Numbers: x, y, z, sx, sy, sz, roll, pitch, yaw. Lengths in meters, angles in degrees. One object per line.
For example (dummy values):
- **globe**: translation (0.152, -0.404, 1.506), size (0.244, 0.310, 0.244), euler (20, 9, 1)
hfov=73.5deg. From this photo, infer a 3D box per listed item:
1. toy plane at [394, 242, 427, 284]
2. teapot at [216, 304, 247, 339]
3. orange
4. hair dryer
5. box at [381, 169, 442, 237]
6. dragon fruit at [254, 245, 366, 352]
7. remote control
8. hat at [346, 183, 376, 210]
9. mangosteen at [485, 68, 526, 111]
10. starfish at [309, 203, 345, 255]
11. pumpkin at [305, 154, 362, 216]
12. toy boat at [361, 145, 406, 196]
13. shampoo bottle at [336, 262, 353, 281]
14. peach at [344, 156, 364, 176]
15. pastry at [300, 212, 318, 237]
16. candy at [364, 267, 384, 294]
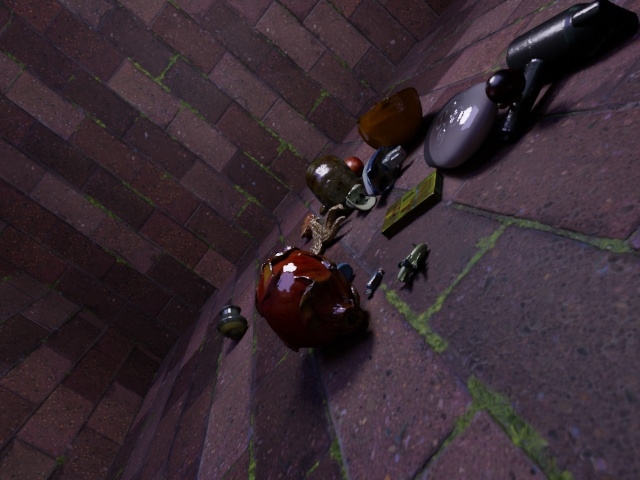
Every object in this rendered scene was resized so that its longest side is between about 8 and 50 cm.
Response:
- **toy plane**: translation (0.196, 0.048, 0.929), size (0.111, 0.040, 0.102), euler (-57, 4, -16)
- **teapot**: translation (-0.385, 0.362, 1.859), size (0.165, 0.130, 0.119), euler (102, 156, -45)
- **orange**: translation (0.258, -0.459, 1.614), size (0.274, 0.274, 0.310), euler (-55, -29, -15)
- **hair dryer**: translation (0.489, -0.350, 0.915), size (0.302, 0.116, 0.244), euler (-64, 14, -5)
- **box**: translation (0.247, -0.098, 1.165), size (0.193, 0.030, 0.121), euler (-40, 17, 38)
- **dragon fruit**: translation (-0.032, 0.141, 1.022), size (0.250, 0.315, 0.250), euler (-40, -34, -36)
- **remote control**: translation (0.354, -0.290, 1.106), size (0.221, 0.104, 0.332), euler (-63, 5, 8)
- **hat**: translation (0.154, -0.147, 1.553), size (0.122, 0.081, 0.166), euler (-14, 30, -7)
- **mangosteen**: translation (0.390, -0.323, 0.908), size (0.081, 0.081, 0.081), euler (-48, 14, 16)
- **starfish**: translation (0.004, 0.002, 1.653), size (0.302, 0.060, 0.299), euler (-67, 21, -6)
- **pumpkin**: translation (0.036, -0.226, 1.793), size (0.242, 0.232, 0.325), euler (-53, 10, 5)
- **toy boat**: translation (0.220, -0.243, 1.461), size (0.115, 0.114, 0.262), euler (-22, 32, 55)
- **shampoo bottle**: translation (0.004, 0.132, 1.299), size (0.103, 0.061, 0.258), euler (-57, 14, -24)
- **peach**: translation (0.152, -0.338, 1.961), size (0.100, 0.101, 0.100), euler (-48, 14, 16)
- **pastry**: translation (-0.047, -0.065, 2.002), size (0.087, 0.063, 0.169), euler (-54, 15, 33)
- **candy**: translation (0.131, 0.099, 1.046), size (0.083, 0.020, 0.030), euler (-55, 14, -21)
